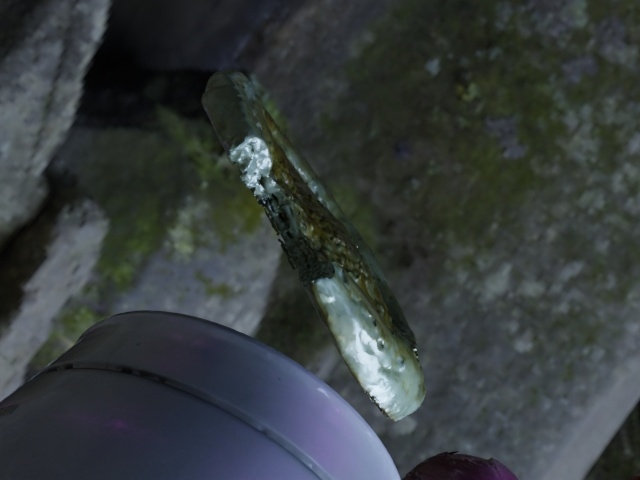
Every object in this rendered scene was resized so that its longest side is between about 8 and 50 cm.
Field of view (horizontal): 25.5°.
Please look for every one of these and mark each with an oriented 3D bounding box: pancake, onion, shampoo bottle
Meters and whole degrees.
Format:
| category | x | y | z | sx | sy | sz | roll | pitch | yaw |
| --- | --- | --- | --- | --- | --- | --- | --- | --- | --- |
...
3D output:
| category | x | y | z | sx | sy | sz | roll | pitch | yaw |
| --- | --- | --- | --- | --- | --- | --- | --- | --- | --- |
| pancake | 0.000 | 0.000 | 0.872 | 0.037 | 0.253 | 0.253 | -31 | 168 | 6 |
| onion | 0.132 | 0.294 | 1.378 | 0.177 | 0.153 | 0.177 | -14 | 128 | -18 |
| shampoo bottle | -0.102 | 0.200 | 0.786 | 0.266 | 0.273 | 0.273 | -60 | 173 | -39 |

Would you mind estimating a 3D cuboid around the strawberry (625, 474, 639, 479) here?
| category | x | y | z | sx | sy | sz | roll | pitch | yaw |
| --- | --- | --- | --- | --- | --- | --- | --- | --- | --- |
| strawberry | 0.401 | 0.380 | 1.618 | 0.344 | 0.292 | 0.292 | 5 | 132 | -23 |
